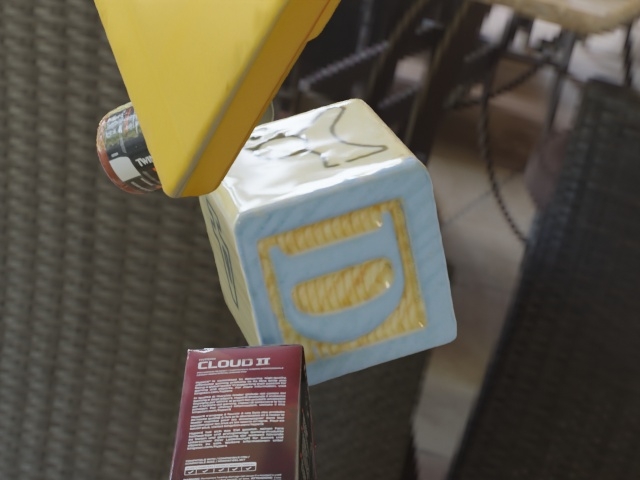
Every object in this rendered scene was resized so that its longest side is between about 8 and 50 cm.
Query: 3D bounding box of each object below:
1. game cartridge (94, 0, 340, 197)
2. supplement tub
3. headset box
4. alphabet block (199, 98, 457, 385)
[{"bbox_3d":[-0.076,-0.227,1.054,0.053,0.323,0.285,-9,66,-30],"label":"game cartridge"},{"bbox_3d":[-0.146,-0.123,1.786,0.198,0.106,0.106,-18,0,38],"label":"supplement tub"},{"bbox_3d":[-0.061,0.244,1.399,0.110,0.218,0.293,-3,34,3],"label":"headset box"},{"bbox_3d":[0.000,0.000,1.548,0.192,0.193,0.197,-15,27,-10],"label":"alphabet block"}]
